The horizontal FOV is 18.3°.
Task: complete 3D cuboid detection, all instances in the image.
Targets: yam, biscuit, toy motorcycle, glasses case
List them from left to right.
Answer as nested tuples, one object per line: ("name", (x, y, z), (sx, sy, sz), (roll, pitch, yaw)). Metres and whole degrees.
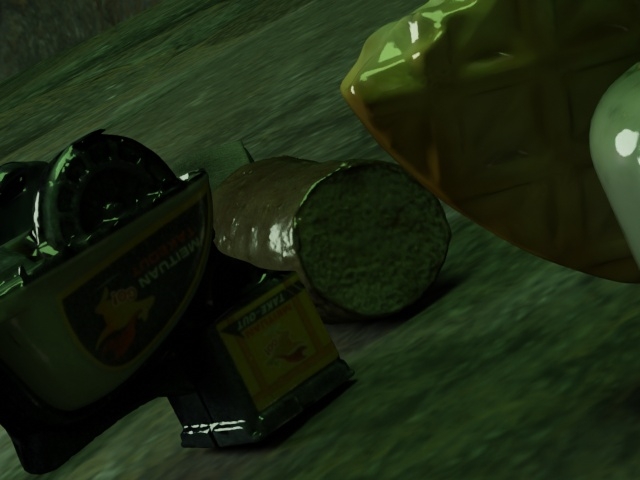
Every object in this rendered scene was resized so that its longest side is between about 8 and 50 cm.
("toy motorcycle", (-0.120, 0.060, 0.760), (0.263, 0.157, 0.091), (-35, 12, -34))
("glasses case", (-0.061, -0.013, 1.144), (0.071, 0.047, 0.205), (-27, 13, 0))
("yam", (-0.003, -0.001, 0.918), (0.084, 0.084, 0.127), (-33, 11, -19))
("biscuit", (0.174, -0.094, 0.635), (0.309, 0.204, 0.040), (-44, 26, 7))

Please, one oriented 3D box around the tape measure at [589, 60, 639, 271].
("tape measure", (0.211, -0.036, 0.517), (0.258, 0.130, 0.265), (-25, 14, 3))
